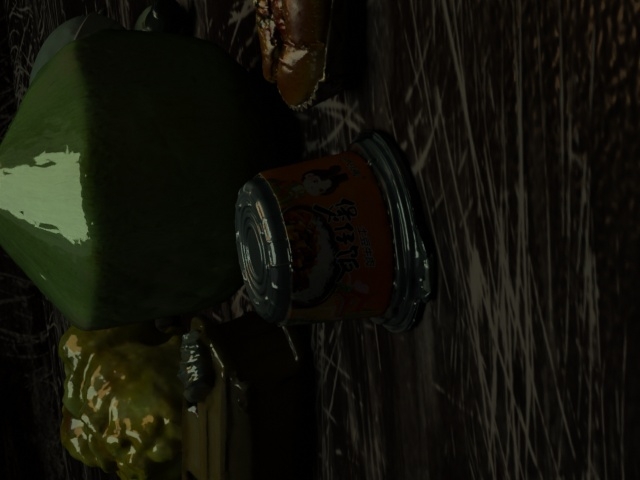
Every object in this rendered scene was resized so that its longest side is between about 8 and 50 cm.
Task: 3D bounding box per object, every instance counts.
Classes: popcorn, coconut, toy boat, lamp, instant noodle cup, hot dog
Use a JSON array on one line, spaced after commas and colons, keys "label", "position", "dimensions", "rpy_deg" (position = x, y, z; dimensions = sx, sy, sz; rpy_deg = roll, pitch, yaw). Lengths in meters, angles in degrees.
[{"label": "popcorn", "position": [-0.210, 0.220, 1.968], "dimensions": [0.250, 0.235, 0.241], "rpy_deg": [92, 159, -51]}, {"label": "coconut", "position": [-0.202, -0.060, 1.614], "dimensions": [0.281, 0.329, 0.328], "rpy_deg": [-117, 24, -42]}, {"label": "toy boat", "position": [-0.099, 0.249, 1.753], "dimensions": [0.162, 0.136, 0.445], "rpy_deg": [37, 138, 41]}, {"label": "lamp", "position": [-0.309, -0.191, 1.957], "dimensions": [0.246, 0.108, 0.179], "rpy_deg": [-89, 14, -66]}, {"label": "instant noodle cup", "position": [0.000, 0.000, 1.335], "dimensions": [0.208, 0.126, 0.177], "rpy_deg": [-168, 70, -72]}, {"label": "hot dog", "position": [-0.017, -0.242, 1.351], "dimensions": [0.144, 0.075, 0.267], "rpy_deg": [-133, 40, -66]}]

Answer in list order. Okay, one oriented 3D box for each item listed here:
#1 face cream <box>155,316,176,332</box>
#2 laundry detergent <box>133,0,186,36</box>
[{"label": "face cream", "position": [-0.235, 0.227, 2.298], "dimensions": [0.082, 0.082, 0.269], "rpy_deg": [172, 89, -73]}, {"label": "laundry detergent", "position": [-0.207, -0.234, 1.982], "dimensions": [0.225, 0.070, 0.099], "rpy_deg": [120, 160, -63]}]
